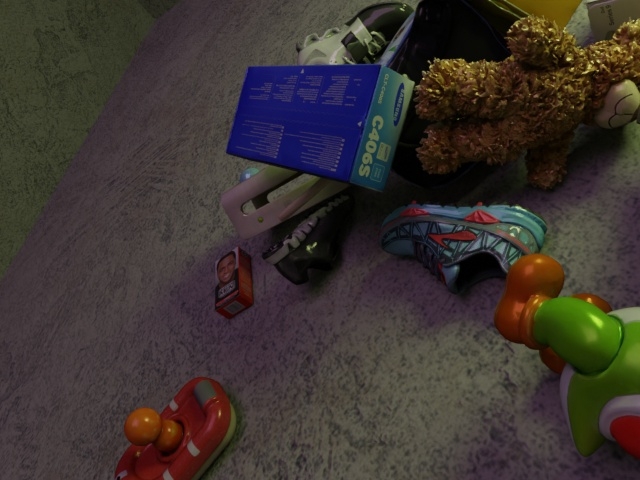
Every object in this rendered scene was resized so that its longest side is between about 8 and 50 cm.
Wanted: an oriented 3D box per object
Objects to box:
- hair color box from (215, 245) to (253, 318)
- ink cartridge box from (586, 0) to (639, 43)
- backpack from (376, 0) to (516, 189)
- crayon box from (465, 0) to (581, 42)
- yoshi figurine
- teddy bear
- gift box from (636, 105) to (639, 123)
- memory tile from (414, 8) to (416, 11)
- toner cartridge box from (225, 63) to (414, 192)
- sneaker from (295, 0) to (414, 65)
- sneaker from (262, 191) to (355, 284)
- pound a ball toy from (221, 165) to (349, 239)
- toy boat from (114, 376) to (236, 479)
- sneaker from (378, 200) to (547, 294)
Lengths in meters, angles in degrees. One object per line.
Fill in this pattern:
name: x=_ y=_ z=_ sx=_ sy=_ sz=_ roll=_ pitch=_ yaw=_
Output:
hair color box: x=-0.184 y=0.087 z=1.083 sx=0.072 sy=0.043 sz=0.141 roll=-33 pitch=40 yaw=18
ink cartridge box: x=0.479 y=-0.373 z=0.772 sx=0.093 sy=0.154 sz=0.212 roll=4 pitch=59 yaw=43
backpack: x=0.184 y=-0.230 z=0.853 sx=0.263 sy=0.276 sz=0.213 roll=-51 pitch=9 yaw=6
crayon box: x=0.287 y=-0.397 z=0.828 sx=0.081 sy=0.202 sz=0.318 roll=-60 pitch=4 yaw=20
yoshi figurine: x=0.335 y=0.095 z=0.435 sx=0.203 sy=0.203 sz=0.362 roll=-20 pitch=19 yaw=-16
teddy bear: x=0.291 y=-0.181 z=0.697 sx=0.337 sy=0.245 sz=0.113 roll=4 pitch=28 yaw=-5
gift box: x=0.516 y=-0.191 z=0.513 sx=0.255 sy=0.258 sz=0.276 roll=-45 pitch=58 yaw=0
memory tile: x=0.283 y=-0.567 z=1.237 sx=0.148 sy=0.012 sz=0.113 roll=-34 pitch=40 yaw=17
toner cartridge box: x=-0.021 y=-0.191 z=0.829 sx=0.347 sy=0.075 sz=0.165 roll=22 pitch=100 yaw=48
sneaker: x=0.086 y=-0.463 z=1.267 sx=0.330 sy=0.122 sz=0.146 roll=-14 pitch=67 yaw=34
sneaker: x=0.000 y=0.000 z=0.964 sx=0.234 sy=0.106 sz=0.078 roll=-42 pitch=9 yaw=-34
pound a ball toy: x=-0.053 y=-0.122 z=0.992 sx=0.319 sy=0.136 sz=0.208 roll=-27 pitch=4 yaw=25
toy boat: x=-0.264 y=0.329 z=0.862 sx=0.231 sy=0.151 sz=0.151 roll=-50 pitch=38 yaw=-4
sneaker: x=0.186 y=0.013 z=0.756 sx=0.261 sy=0.104 sz=0.125 roll=-2 pitch=59 yaw=42
